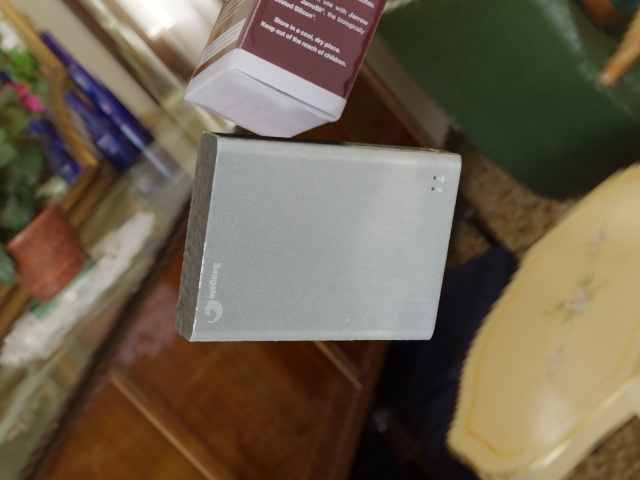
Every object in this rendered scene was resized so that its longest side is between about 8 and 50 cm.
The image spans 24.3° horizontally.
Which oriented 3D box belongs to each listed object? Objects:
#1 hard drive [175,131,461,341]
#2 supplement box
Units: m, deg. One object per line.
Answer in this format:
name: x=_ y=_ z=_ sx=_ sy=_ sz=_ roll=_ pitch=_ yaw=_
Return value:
hard drive: x=0.000 y=0.000 z=0.702 sx=0.022 sy=0.135 sz=0.094 roll=25 pitch=110 yaw=56
supplement box: x=0.006 y=-0.185 z=0.885 sx=0.239 sy=0.073 sz=0.130 roll=-68 pitch=15 yaw=-8
